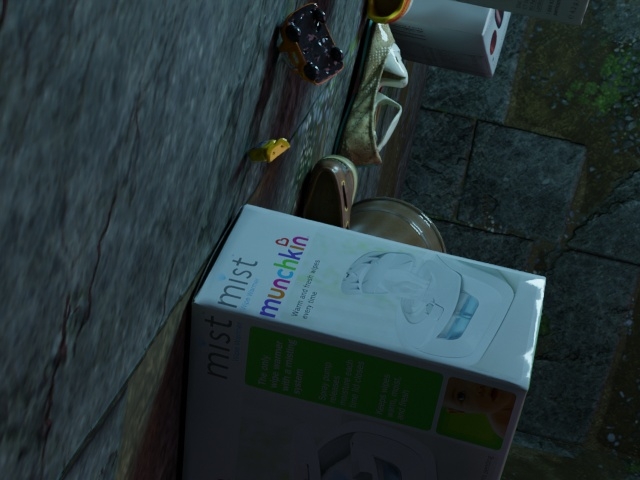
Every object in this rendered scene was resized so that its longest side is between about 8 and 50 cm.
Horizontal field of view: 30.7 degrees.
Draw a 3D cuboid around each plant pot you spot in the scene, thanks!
[{"bbox_3d":[0.057,0.040,1.436,0.165,0.167,0.166,-32,136,-69],"label":"plant pot"}]

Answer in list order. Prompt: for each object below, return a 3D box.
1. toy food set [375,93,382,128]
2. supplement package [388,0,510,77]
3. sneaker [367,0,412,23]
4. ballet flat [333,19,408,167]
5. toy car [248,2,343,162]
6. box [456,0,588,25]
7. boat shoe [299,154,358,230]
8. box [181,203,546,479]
[{"bbox_3d":[0.072,-0.177,1.679,0.082,0.020,0.083,-51,153,-77],"label":"toy food set"},{"bbox_3d":[0.177,-0.346,1.552,0.203,0.149,0.194,28,77,-76],"label":"supplement package"},{"bbox_3d":[0.095,-0.335,1.357,0.067,0.064,0.175,-43,145,-61],"label":"sneaker"},{"bbox_3d":[0.071,-0.182,1.433,0.073,0.067,0.206,67,36,-78],"label":"ballet flat"},{"bbox_3d":[-0.032,-0.116,0.855,0.041,0.060,0.122,-1,-132,52],"label":"toy car"},{"bbox_3d":[0.148,-0.310,1.058,0.127,0.232,0.148,92,13,-62],"label":"box"},{"bbox_3d":[0.000,0.000,1.224,0.060,0.064,0.177,-32,129,-75],"label":"boat shoe"},{"bbox_3d":[0.023,0.129,0.871,0.126,0.231,0.262,-68,170,-51],"label":"box"}]
